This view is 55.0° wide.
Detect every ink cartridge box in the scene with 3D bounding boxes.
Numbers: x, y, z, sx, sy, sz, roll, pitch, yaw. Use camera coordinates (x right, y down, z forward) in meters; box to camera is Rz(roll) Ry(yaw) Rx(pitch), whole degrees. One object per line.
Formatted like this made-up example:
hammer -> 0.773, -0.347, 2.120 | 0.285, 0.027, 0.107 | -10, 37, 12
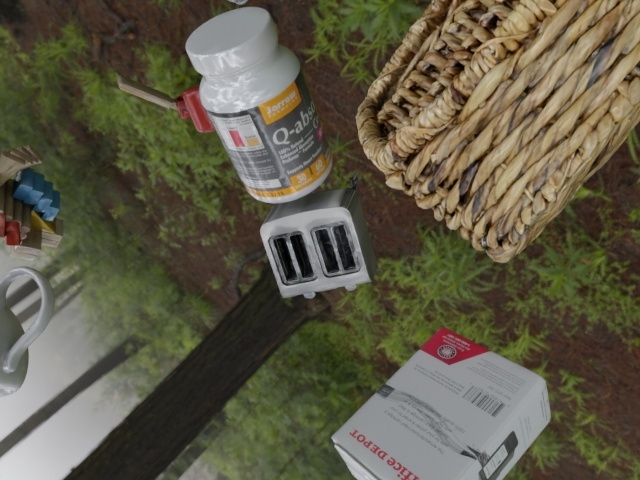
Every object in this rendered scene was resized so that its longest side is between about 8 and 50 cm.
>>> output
ink cartridge box -> 0.102, 0.160, 0.519 | 0.109, 0.150, 0.063 | 26, 147, 46

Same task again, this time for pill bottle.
pill bottle -> -0.092, -0.205, 0.965 | 0.162, 0.162, 0.278 | 19, 148, 35

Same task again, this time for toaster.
toaster -> 0.000, 0.000, 1.065 | 0.168, 0.110, 0.185 | -12, 110, 14

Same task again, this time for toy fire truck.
toy fire truck -> -0.244, -0.278, 1.185 | 0.217, 0.247, 0.158 | -127, 15, -66

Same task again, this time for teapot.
teapot -> -0.548, 0.132, 0.895 | 0.253, 0.256, 0.186 | -31, 59, 51

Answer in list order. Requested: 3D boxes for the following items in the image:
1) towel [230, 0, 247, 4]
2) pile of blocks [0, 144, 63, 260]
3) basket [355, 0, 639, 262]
towel -> -0.111, -0.374, 0.530 | 0.121, 0.234, 0.284 | -18, 151, 31
pile of blocks -> -0.530, -0.069, 1.037 | 0.362, 0.149, 0.112 | 65, -171, -58
basket -> 0.150, -0.161, 0.454 | 0.223, 0.213, 0.299 | 44, 112, 15
